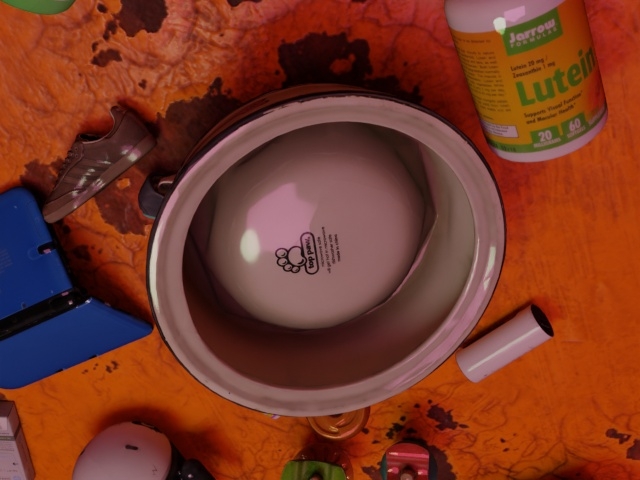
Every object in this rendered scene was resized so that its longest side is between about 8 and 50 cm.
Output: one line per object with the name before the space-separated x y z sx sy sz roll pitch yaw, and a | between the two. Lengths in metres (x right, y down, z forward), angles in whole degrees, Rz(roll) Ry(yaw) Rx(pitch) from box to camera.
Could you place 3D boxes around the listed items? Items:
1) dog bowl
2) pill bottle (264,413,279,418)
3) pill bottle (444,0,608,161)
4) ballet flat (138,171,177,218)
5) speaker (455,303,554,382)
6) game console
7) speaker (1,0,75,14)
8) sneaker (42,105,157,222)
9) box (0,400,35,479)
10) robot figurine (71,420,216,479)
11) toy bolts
dog bowl | 0.000 0.000 0.986 0.407 0.150 0.408 -6 119 -11
pill bottle | -0.094 0.237 1.280 0.083 0.043 0.043 30 122 -18
pill bottle | 0.209 -0.217 0.878 0.136 0.136 0.246 -17 123 15
ballet flat | -0.130 -0.049 1.063 0.203 0.074 0.074 11 126 -2
speaker | 0.261 0.147 1.188 0.136 0.055 0.055 -38 116 26
game console | -0.433 0.081 1.199 0.293 0.173 0.250 -23 90 18
speaker | -0.243 -0.370 0.802 0.131 0.131 0.296 26 123 -15
sneaker | -0.289 -0.096 1.051 0.188 0.066 0.071 -34 101 18
box | -0.562 0.340 1.385 0.145 0.038 0.186 2 125 2
robot figurine | -0.276 0.414 1.345 0.209 0.173 0.278 -36 123 -14
toy bolts | 0.071 0.320 1.309 0.228 0.158 0.218 8 86 9
